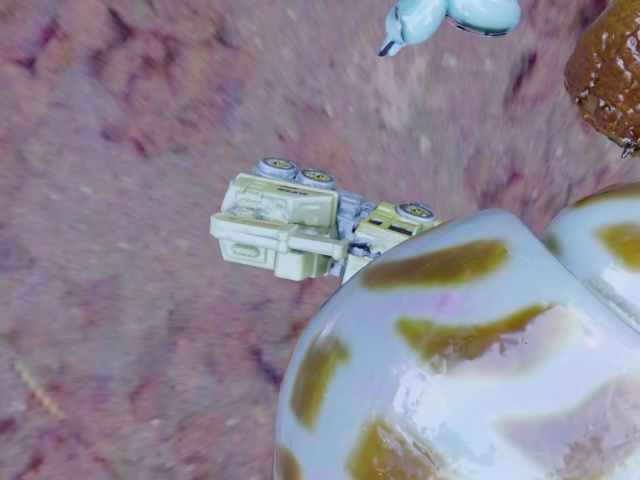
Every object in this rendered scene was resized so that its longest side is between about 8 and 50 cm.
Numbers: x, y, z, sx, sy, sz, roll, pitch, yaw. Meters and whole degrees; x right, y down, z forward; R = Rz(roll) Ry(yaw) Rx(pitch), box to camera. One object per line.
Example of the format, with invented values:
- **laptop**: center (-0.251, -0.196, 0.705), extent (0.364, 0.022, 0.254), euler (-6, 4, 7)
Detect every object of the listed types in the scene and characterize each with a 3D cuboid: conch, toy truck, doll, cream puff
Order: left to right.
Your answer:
- **toy truck**: center (0.000, 0.000, 1.437), extent (0.169, 0.100, 0.077), euler (20, 110, 13)
- **doll**: center (0.068, -0.209, 1.385), extent (0.159, 0.059, 0.159), euler (-20, 125, -16)
- **conch**: center (0.121, 0.071, 1.022), extent (0.368, 0.249, 0.197), euler (-15, 113, 5)
- **cream puff**: center (0.378, -0.176, 1.724), extent (0.303, 0.303, 0.212), euler (-39, 78, 2)

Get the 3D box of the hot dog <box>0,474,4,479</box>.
- **hot dog**: center (-0.150, 0.185, 0.658), extent (0.088, 0.286, 0.061), euler (-14, 127, 18)
